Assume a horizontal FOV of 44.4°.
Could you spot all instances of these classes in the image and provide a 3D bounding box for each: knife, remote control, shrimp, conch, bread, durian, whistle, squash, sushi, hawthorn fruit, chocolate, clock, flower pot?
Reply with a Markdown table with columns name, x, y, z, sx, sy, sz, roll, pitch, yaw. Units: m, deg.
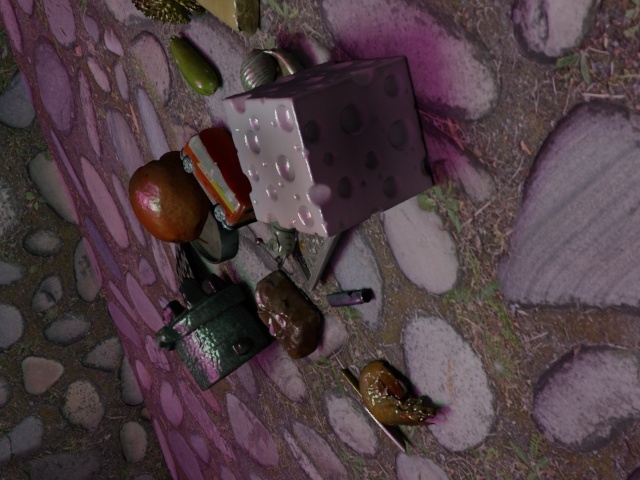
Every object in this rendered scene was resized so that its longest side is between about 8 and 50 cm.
| name | x | y | z | sx | sy | sz | roll | pitch | yaw |
| --- | --- | --- | --- | --- | --- | --- | --- | --- | --- |
| knife | 0.122 | 0.404 | 1.868 | 0.022 | 0.046 | 0.256 | -50 | 61 | 15 |
| remote control | 0.000 | 0.000 | 1.733 | 0.109 | 0.055 | 0.313 | 63 | 157 | 21 |
| shrimp | 0.165 | 0.339 | 1.734 | 0.287 | 0.063 | 0.152 | -14 | 89 | 63 |
| conch | -0.084 | -0.321 | 1.552 | 0.153 | 0.102 | 0.135 | 43 | 135 | -7 |
| bread | -0.198 | -0.518 | 1.618 | 0.178 | 0.060 | 0.139 | 42 | 145 | 35 |
| durian | -0.369 | -0.598 | 1.758 | 0.237 | 0.138 | 0.193 | 51 | 150 | 23 |
| whistle | 0.061 | 0.130 | 1.754 | 0.176 | 0.033 | 0.033 | -16 | 99 | 61 |
| squash | -0.309 | -0.422 | 1.883 | 0.201 | 0.066 | 0.066 | 54 | 150 | 24 |
| sushi | -0.408 | 0.131 | 2.525 | 0.290 | 0.050 | 0.264 | 100 | 149 | -51 |
| hawthorn fruit | -0.372 | -0.093 | 2.033 | 0.262 | 0.210 | 0.210 | 60 | 152 | -8 |
| chocolate | -0.091 | 0.187 | 1.993 | 0.214 | 0.093 | 0.148 | 43 | 144 | 34 |
| clock | -0.330 | -0.064 | 2.223 | 0.280 | 0.055 | 0.280 | 40 | 144 | 37 |
| flower pot | -0.323 | 0.254 | 2.223 | 0.283 | 0.299 | 0.299 | 56 | 151 | 5 |

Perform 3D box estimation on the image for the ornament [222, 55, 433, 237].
| name | x | y | z | sx | sy | sz | roll | pitch | yaw |
| --- | --- | --- | --- | --- | --- | --- | --- | --- | --- |
| ornament | 0.012 | -0.169 | 1.369 | 0.240 | 0.239 | 0.240 | 14 | 124 | 55 |

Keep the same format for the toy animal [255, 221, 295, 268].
| name | x | y | z | sx | sy | sz | roll | pitch | yaw |
| --- | --- | --- | --- | --- | --- | --- | --- | --- | --- |
| toy animal | -0.088 | -0.038 | 1.799 | 0.176 | 0.073 | 0.217 | 17 | 112 | 62 |

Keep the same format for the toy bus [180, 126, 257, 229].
| name | x | y | z | sx | sy | sz | roll | pitch | yaw |
| --- | --- | --- | --- | --- | --- | --- | --- | --- | --- |
| toy bus | -0.235 | -0.164 | 1.927 | 0.265 | 0.121 | 0.120 | 56 | 142 | 16 |
